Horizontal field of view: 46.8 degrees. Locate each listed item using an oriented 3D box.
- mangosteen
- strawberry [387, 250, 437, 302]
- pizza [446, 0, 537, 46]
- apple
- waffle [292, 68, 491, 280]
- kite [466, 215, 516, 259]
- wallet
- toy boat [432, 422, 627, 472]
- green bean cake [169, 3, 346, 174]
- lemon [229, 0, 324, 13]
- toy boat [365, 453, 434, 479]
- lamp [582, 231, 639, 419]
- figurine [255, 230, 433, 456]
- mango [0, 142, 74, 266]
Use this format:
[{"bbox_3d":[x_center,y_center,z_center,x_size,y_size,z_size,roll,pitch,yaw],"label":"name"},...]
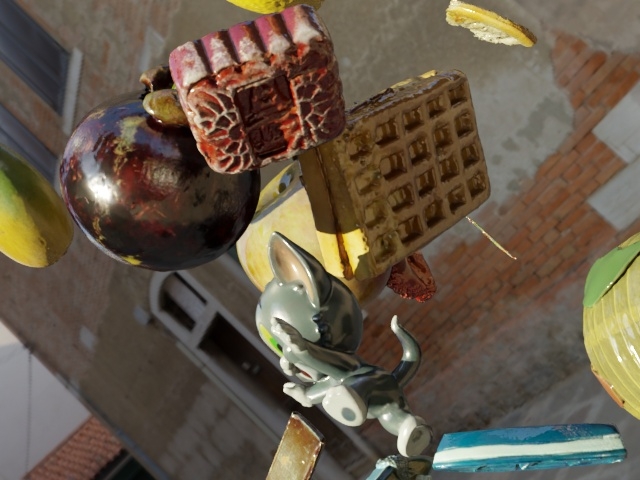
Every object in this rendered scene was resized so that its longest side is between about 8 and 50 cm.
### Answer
[{"bbox_3d":[-0.168,-0.094,0.833,0.228,0.228,0.265,-35,-28,-62],"label":"mangosteen"},{"bbox_3d":[0.153,0.048,1.301,0.048,0.152,0.104,-30,31,50],"label":"strawberry"},{"bbox_3d":[0.327,-0.449,1.543,0.034,0.181,0.262,-67,18,9],"label":"pizza"},{"bbox_3d":[0.000,0.000,1.190,0.257,0.234,0.257,-45,14,15],"label":"apple"},{"bbox_3d":[0.111,-0.101,1.032,0.098,0.224,0.327,-1,22,41],"label":"waffle"},{"bbox_3d":[0.350,-0.033,1.650,0.006,0.244,0.198,-48,-33,7],"label":"kite"},{"bbox_3d":[-0.061,0.520,1.703,0.031,0.122,0.232,4,-65,-45],"label":"wallet"},{"bbox_3d":[0.326,0.330,1.177,0.299,0.062,0.096,-4,-22,2],"label":"toy boat"},{"bbox_3d":[-0.048,-0.121,0.630,0.135,0.056,0.135,-20,-30,-3],"label":"green bean cake"},{"bbox_3d":[-0.078,-0.490,1.193,0.320,0.245,0.245,-1,-42,-51],"label":"lemon"},{"bbox_3d":[0.154,0.483,1.436,0.098,0.109,0.238,-8,13,37],"label":"toy boat"},{"bbox_3d":[0.425,0.083,0.790,0.250,0.250,0.284,-44,-10,-30],"label":"lamp"},{"bbox_3d":[0.018,0.117,0.819,0.140,0.265,0.193,-54,-33,-15],"label":"figurine"},{"bbox_3d":[-0.402,-0.049,0.964,0.130,0.195,0.092,-16,28,41],"label":"mango"}]
